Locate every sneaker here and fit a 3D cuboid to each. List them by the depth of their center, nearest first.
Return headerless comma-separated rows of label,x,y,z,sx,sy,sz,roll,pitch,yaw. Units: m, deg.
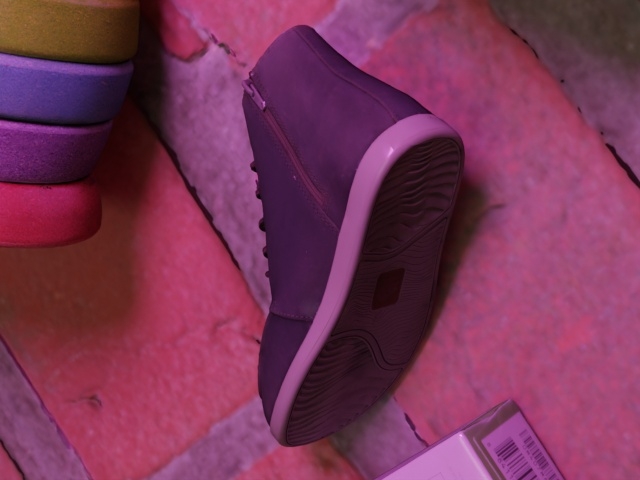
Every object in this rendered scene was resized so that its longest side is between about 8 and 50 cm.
sneaker,0.000,0.000,0.897,0.118,0.083,0.222,47,132,36

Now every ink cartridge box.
ink cartridge box,0.047,0.184,0.913,0.209,0.062,0.109,-37,82,34

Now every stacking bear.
stacking bear,-0.174,-0.155,0.912,0.164,0.175,0.289,19,105,29
